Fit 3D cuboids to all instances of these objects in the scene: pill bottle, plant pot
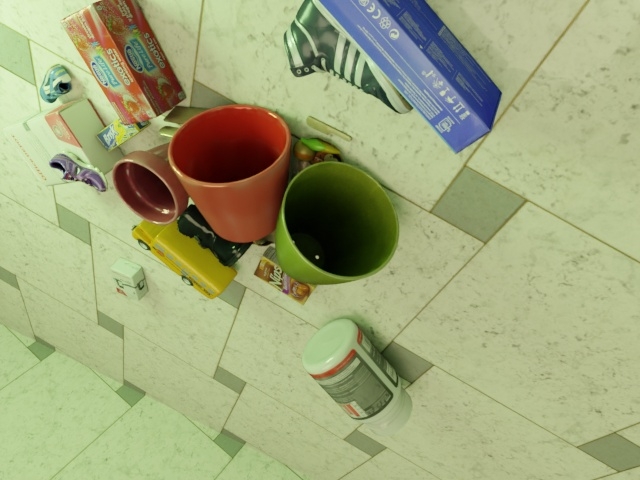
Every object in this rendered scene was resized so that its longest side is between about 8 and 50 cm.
[{"bbox_3d":[0.125,0.441,1.405,0.210,0.210,0.363,-23,114,40],"label":"pill bottle"},{"bbox_3d":[0.000,0.000,1.079,0.275,0.275,0.293,37,152,-5],"label":"plant pot"},{"bbox_3d":[-0.415,-0.171,1.185,0.201,0.180,0.201,16,134,17],"label":"plant pot"},{"bbox_3d":[-0.195,-0.142,1.048,0.275,0.275,0.243,18,145,14],"label":"plant pot"}]

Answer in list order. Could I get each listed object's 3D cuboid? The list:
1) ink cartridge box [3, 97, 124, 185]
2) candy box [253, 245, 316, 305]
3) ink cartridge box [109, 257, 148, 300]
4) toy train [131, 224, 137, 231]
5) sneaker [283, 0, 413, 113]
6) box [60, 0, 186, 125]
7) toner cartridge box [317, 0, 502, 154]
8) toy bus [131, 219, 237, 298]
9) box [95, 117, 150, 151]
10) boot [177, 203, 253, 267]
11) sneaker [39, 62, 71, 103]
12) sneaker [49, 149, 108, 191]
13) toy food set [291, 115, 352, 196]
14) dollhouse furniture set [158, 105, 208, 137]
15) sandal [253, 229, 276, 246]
[{"bbox_3d":[-0.765,-0.288,1.320,0.283,0.117,0.207,-2,127,29],"label":"ink cartridge box"},{"bbox_3d":[-0.104,0.110,1.355,0.186,0.053,0.109,33,137,1],"label":"candy box"},{"bbox_3d":[-0.755,0.155,1.743,0.109,0.063,0.150,20,135,12],"label":"ink cartridge box"},{"bbox_3d":[-0.610,0.008,1.562,0.036,0.027,0.158,-9,124,47],"label":"toy train"},{"bbox_3d":[0.048,-0.330,0.848,0.153,0.099,0.282,-34,100,38],"label":"sneaker"},{"bbox_3d":[-0.451,-0.416,1.031,0.128,0.122,0.257,-2,127,31],"label":"box"},{"bbox_3d":[0.161,-0.325,0.746,0.348,0.165,0.075,44,135,-11],"label":"toner cartridge box"},{"bbox_3d":[-0.437,0.044,1.423,0.332,0.108,0.130,43,146,-11],"label":"toy bus"},{"bbox_3d":[-0.552,-0.309,1.231,0.169,0.054,0.059,-14,120,37],"label":"box"},{"bbox_3d":[-0.320,-0.019,1.296,0.207,0.094,0.246,43,159,-14],"label":"boot"},{"bbox_3d":[-0.737,-0.425,1.233,0.059,0.053,0.144,42,136,-13],"label":"sneaker"},{"bbox_3d":[-0.676,-0.180,1.234,0.170,0.071,0.068,30,135,-2],"label":"sneaker"},{"bbox_3d":[-0.007,-0.185,1.050,0.132,0.038,0.192,26,136,6],"label":"toy food set"},{"bbox_3d":[-0.333,-0.233,1.133,0.123,0.144,0.151,15,148,23],"label":"dollhouse furniture set"},{"bbox_3d":[-0.165,-0.008,1.285,0.180,0.049,0.072,3,129,27],"label":"sandal"}]
